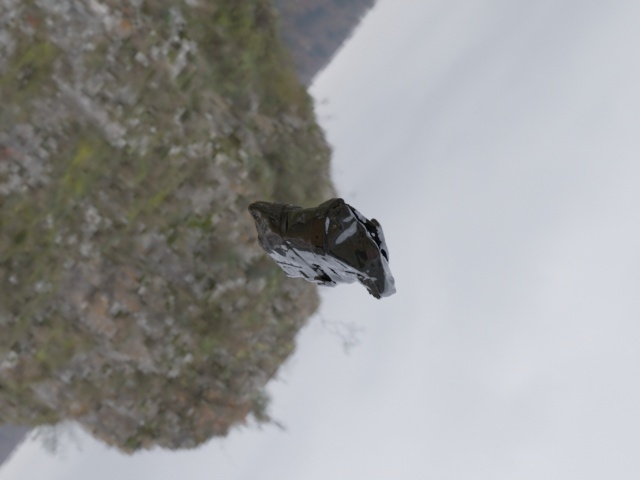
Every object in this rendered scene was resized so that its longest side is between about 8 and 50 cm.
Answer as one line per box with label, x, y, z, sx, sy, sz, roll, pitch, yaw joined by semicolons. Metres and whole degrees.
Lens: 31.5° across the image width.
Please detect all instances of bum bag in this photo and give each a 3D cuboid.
bum bag;0.000;0.000;0.975;0.049;0.087;0.198;-42;-157;-22
